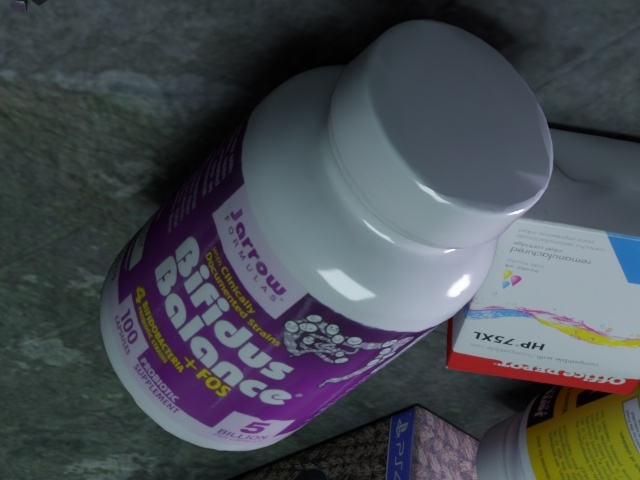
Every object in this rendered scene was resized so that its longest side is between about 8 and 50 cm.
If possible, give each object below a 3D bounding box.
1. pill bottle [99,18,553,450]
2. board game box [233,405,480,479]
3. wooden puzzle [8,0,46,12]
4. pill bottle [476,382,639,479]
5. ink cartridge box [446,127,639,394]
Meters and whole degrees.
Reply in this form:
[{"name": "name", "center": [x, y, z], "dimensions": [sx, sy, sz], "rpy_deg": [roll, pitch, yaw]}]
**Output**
[{"name": "pill bottle", "center": [0.000, 0.000, 1.015], "dimensions": [0.169, 0.169, 0.301], "rpy_deg": [23, 142, -22]}, {"name": "board game box", "center": [0.014, 0.304, 1.391], "dimensions": [0.141, 0.232, 0.291], "rpy_deg": [33, 136, -32]}, {"name": "wooden puzzle", "center": [-0.195, -0.158, 0.963], "dimensions": [0.049, 0.006, 0.083], "rpy_deg": [-11, 141, 23]}, {"name": "pill bottle", "center": [0.221, 0.148, 1.233], "dimensions": [0.119, 0.119, 0.208], "rpy_deg": [30, 138, -30]}, {"name": "ink cartridge box", "center": [0.161, 0.029, 1.110], "dimensions": [0.134, 0.078, 0.231], "rpy_deg": [9, 145, -3]}]
